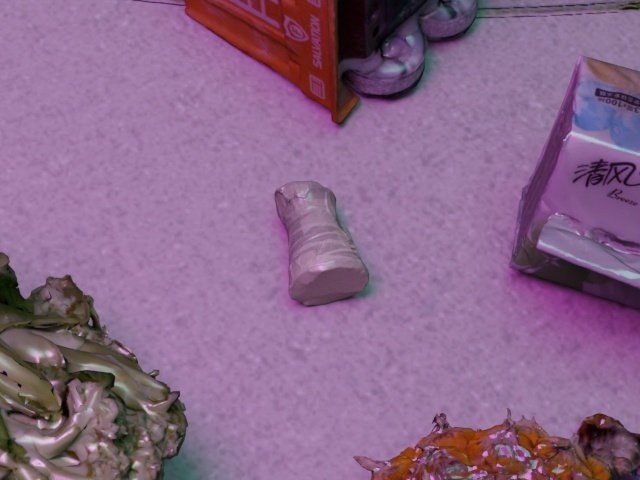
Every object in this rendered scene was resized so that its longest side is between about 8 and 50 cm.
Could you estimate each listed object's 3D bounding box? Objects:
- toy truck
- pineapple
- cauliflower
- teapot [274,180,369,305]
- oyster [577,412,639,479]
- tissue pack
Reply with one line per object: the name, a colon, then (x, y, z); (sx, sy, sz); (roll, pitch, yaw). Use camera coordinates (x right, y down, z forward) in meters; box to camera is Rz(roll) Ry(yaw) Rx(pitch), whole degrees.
toy truck: (0.062, -0.296, 1.189); (0.207, 0.173, 0.387); (31, 64, 20)
pineapple: (0.101, 0.198, 0.945); (0.225, 0.076, 0.224); (-3, 66, 7)
cauliflower: (-0.214, 0.086, 0.879); (0.272, 0.275, 0.250); (-9, 103, -10)
teapot: (0.000, 0.000, 1.084); (0.067, 0.057, 0.083); (16, 47, -44)
oyster: (0.180, 0.176, 1.010); (0.103, 0.051, 0.148); (30, 71, 17)
tissue pack: (0.256, -0.002, 1.050); (0.229, 0.159, 0.145); (17, 53, 1)
